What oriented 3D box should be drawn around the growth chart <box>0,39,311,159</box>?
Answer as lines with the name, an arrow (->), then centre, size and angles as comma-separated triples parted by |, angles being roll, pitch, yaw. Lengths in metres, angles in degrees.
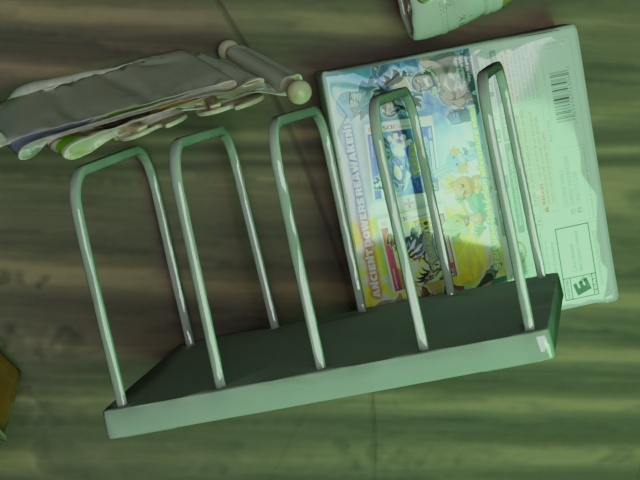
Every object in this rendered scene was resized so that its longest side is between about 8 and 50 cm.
growth chart -> -0.135, -0.089, 1.103 | 0.237, 0.172, 0.021 | -14, 113, -9

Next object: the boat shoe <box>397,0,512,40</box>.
boat shoe -> 0.035, -0.265, 1.140 | 0.096, 0.098, 0.277 | -29, 102, -5

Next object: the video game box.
video game box -> 0.105, -0.038, 1.207 | 0.187, 0.048, 0.205 | -11, 99, -9

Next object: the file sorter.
file sorter -> 0.000, 0.000, 1.086 | 0.278, 0.193, 0.173 | -12, 96, 11

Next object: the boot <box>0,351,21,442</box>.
boot -> -0.276, 0.003, 1.103 | 0.096, 0.264, 0.280 | -28, 125, 15
